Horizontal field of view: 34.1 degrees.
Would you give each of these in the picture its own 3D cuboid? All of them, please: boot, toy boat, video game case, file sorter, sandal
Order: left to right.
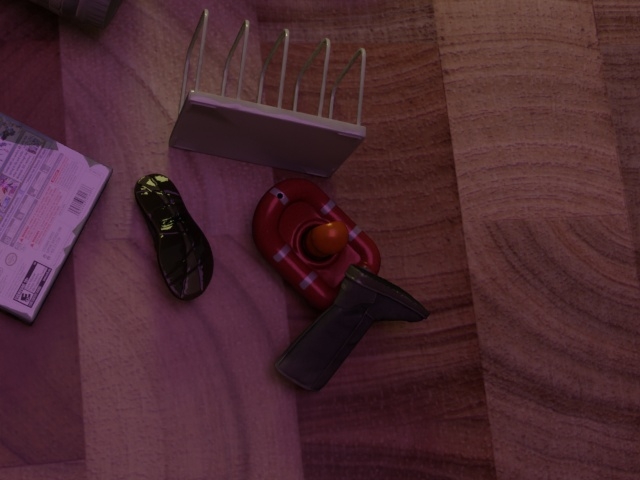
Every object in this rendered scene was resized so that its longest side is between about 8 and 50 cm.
[{"bbox_3d":[-0.484,-0.044,1.573,0.244,0.061,0.270,28,71,-10],"label":"video game case"},{"bbox_3d":[-0.236,-0.002,1.644,0.090,0.060,0.219,-21,70,-26],"label":"sandal"},{"bbox_3d":[-0.080,-0.234,1.669,0.277,0.193,0.173,11,72,-14],"label":"file sorter"},{"bbox_3d":[0.000,0.000,1.659,0.231,0.151,0.151,44,70,-4],"label":"toy boat"},{"bbox_3d":[0.052,0.154,1.651,0.189,0.076,0.209,27,97,-28],"label":"boot"}]

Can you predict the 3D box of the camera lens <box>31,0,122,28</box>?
[{"bbox_3d":[-0.418,-0.477,1.603,0.274,0.219,0.219,26,72,-9],"label":"camera lens"}]
